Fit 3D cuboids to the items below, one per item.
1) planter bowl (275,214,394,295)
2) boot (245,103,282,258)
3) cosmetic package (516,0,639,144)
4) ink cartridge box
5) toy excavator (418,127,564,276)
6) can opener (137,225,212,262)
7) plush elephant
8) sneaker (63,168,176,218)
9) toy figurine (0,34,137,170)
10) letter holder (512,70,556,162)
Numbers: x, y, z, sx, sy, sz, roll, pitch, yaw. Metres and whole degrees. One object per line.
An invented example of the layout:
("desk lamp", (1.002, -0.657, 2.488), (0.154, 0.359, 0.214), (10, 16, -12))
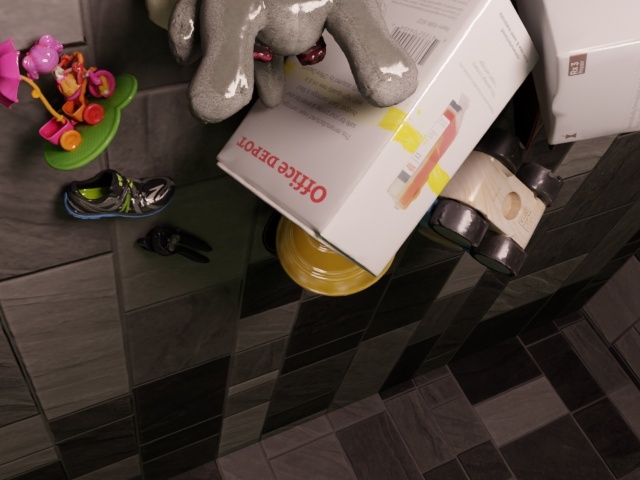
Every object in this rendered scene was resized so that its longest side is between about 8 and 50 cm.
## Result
("planter bowl", (0.027, -0.015, 1.201), (0.217, 0.090, 0.217), (-1, 111, -3))
("boot", (-0.045, -0.127, 1.229), (0.377, 0.138, 0.284), (-45, 149, 21))
("cosmetic package", (0.373, -0.359, 0.953), (0.156, 0.384, 0.217), (-10, 156, 12))
("ink cartridge box", (0.069, -0.185, 0.944), (0.384, 0.279, 0.160), (-53, 137, 1))
("toy excavator", (0.309, -0.079, 1.487), (0.433, 0.445, 0.222), (32, 84, -36))
("can opener", (-0.281, 0.008, 1.336), (0.186, 0.073, 0.059), (16, 89, -57))
("plush elephant", (-0.073, -0.284, 0.846), (0.272, 0.329, 0.255), (-16, 179, -14))
("sneaker", (-0.333, -0.080, 1.115), (0.188, 0.067, 0.078), (-8, 152, -29))
("toy figurine", (-0.351, -0.205, 0.872), (0.173, 0.130, 0.159), (-50, 143, -8))
("letter holder", (0.485, -0.302, 1.302), (0.152, 0.214, 0.301), (4, 151, 7))
